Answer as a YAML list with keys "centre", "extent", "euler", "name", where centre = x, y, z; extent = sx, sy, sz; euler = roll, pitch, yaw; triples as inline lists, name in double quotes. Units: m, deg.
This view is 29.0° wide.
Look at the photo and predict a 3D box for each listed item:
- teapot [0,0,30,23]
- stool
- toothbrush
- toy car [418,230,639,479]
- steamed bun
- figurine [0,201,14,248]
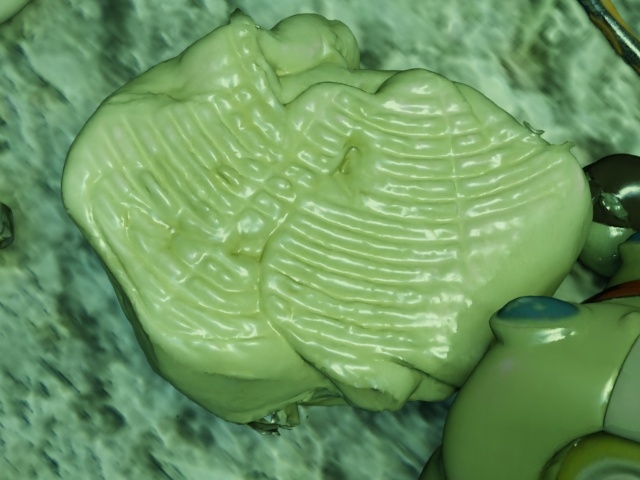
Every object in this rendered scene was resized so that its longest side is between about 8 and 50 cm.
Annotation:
- centre: [-0.276, -0.219, 0.899]
  extent: [0.226, 0.092, 0.145]
  euler: [2, 85, 4]
  name: "teapot"
- centre: [0.258, 0.011, 0.851]
  extent: [0.217, 0.125, 0.121]
  euler: [14, 109, 22]
  name: "stool"
- centre: [0.224, -0.150, 0.908]
  extent: [0.031, 0.023, 0.321]
  euler: [-33, 87, 10]
  name: "toothbrush"
- centre: [0.144, 0.168, 0.749]
  extent: [0.226, 0.242, 0.336]
  euler: [15, 110, 31]
  name: "toy car"
- centre: [0.000, 0.000, 0.825]
  extent: [0.320, 0.206, 0.275]
  euler: [22, 73, 5]
  name: "steamed bun"
- centre: [-0.312, -0.031, 0.878]
  extent: [0.183, 0.128, 0.209]
  euler: [-7, 83, 0]
  name: "figurine"
